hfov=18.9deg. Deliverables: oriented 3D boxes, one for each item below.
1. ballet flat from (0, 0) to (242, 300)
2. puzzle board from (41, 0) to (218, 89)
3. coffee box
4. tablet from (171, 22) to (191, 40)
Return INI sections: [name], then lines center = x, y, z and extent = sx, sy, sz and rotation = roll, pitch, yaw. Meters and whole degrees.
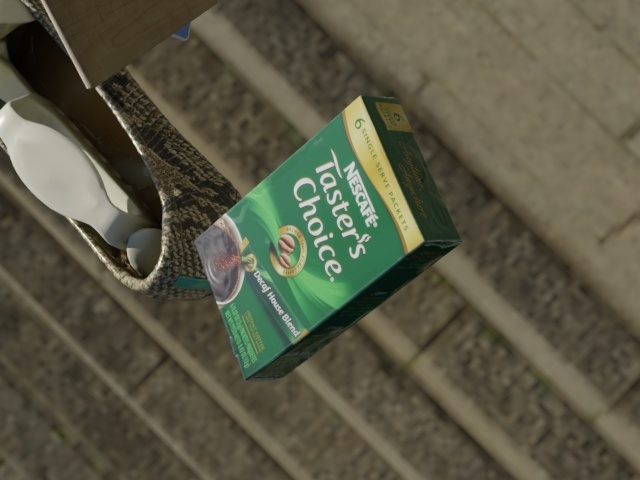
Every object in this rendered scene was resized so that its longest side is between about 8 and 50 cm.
[ballet flat]
center = -0.257, -0.127, 1.812
extent = 0.483, 0.164, 0.182
rotation = 47, -156, 21
[puzzle board]
center = -0.132, -0.171, 1.274
extent = 0.011, 0.128, 0.096
rotation = -6, 117, 48
[coffee box]
center = 0.000, 0.000, 1.246
extent = 0.040, 0.184, 0.113
rotation = 2, -121, -46
[tablet]
center = -0.129, -0.217, 1.644
extent = 0.054, 0.083, 0.006
rotation = 21, 161, -35
